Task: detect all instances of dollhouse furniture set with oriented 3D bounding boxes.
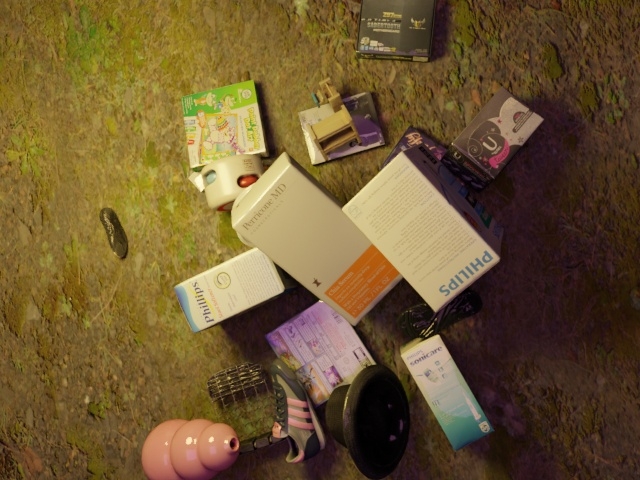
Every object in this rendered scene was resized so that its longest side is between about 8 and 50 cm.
[{"bbox_3d":[0.022,-0.367,1.805,0.129,0.129,0.183,-27,61,5],"label":"dollhouse furniture set"}]

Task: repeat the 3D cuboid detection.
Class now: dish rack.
[{"bbox_3d":[-0.231,0.519,1.830,0.208,0.074,0.271,-20,83,4],"label":"dish rack"}]

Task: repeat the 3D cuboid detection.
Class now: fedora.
[{"bbox_3d":[0.122,0.516,1.715,0.152,0.334,0.334,-3,86,39],"label":"fedora"}]

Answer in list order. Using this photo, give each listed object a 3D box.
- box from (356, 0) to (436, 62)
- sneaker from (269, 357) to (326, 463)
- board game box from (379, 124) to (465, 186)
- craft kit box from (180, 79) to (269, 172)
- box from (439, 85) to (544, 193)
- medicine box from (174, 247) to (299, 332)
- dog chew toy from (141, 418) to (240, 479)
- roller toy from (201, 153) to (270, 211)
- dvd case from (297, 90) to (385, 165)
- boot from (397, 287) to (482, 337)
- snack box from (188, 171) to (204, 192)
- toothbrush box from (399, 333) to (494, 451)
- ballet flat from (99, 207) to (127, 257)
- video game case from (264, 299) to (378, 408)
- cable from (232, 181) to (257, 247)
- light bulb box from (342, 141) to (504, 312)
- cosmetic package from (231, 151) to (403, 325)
[{"bbox_3d":[0.234,-0.657,1.841,0.233,0.059,0.183,6,87,7],"label":"box"},{"bbox_3d":[-0.095,0.509,1.745,0.131,0.112,0.319,-28,97,-27],"label":"sneaker"},{"bbox_3d":[0.327,-0.217,1.815,0.243,0.042,0.165,35,92,7],"label":"board game box"},{"bbox_3d":[-0.304,-0.361,1.878,0.247,0.061,0.249,-12,78,3],"label":"craft kit box"},{"bbox_3d":[0.497,-0.290,1.723,0.163,0.142,0.247,41,79,7],"label":"box"},{"bbox_3d":[-0.239,0.139,1.751,0.289,0.263,0.149,-26,85,5],"label":"medicine box"},{"bbox_3d":[-0.369,0.616,1.733,0.332,0.207,0.206,-22,84,33],"label":"dog chew toy"},{"bbox_3d":[-0.259,-0.181,1.808,0.209,0.191,0.146,-16,84,6],"label":"roller toy"},{"bbox_3d":[0.065,-0.351,1.860,0.239,0.029,0.179,-15,85,6],"label":"dvd case"},{"bbox_3d":[0.330,0.191,1.708,0.246,0.207,0.094,-21,95,1],"label":"boot"},{"bbox_3d":[-0.340,-0.239,1.906,0.178,0.022,0.064,-44,81,3],"label":"snack box"},{"bbox_3d":[0.351,0.414,1.691,0.126,0.216,0.295,-29,85,4],"label":"toothbrush box"},{"bbox_3d":[-0.673,-0.025,1.929,0.049,0.057,0.173,-26,81,46],"label":"ballet flat"},{"bbox_3d":[0.004,0.337,1.814,0.244,0.061,0.269,-33,84,4],"label":"video game case"},{"bbox_3d":[-0.136,-0.085,1.760,0.257,0.257,0.089,-28,55,-2],"label":"cable"},{"bbox_3d":[0.296,-0.054,1.621,0.361,0.358,0.225,47,112,2],"label":"light bulb box"},{"bbox_3d":[0.000,0.000,1.622,0.453,0.161,0.230,40,99,-19],"label":"cosmetic package"}]
